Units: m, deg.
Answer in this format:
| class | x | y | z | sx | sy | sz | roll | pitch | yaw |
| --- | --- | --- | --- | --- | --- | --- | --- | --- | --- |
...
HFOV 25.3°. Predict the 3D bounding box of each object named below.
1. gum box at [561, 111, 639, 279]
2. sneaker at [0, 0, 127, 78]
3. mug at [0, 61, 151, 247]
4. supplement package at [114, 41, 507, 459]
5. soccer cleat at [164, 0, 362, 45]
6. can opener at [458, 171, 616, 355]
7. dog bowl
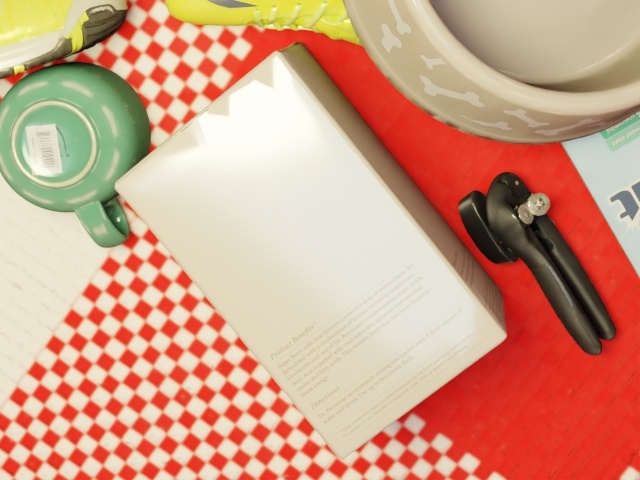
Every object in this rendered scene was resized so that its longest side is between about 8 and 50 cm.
| class | x | y | z | sx | sy | sz | roll | pitch | yaw |
| --- | --- | --- | --- | --- | --- | --- | --- | --- | --- |
| gum box | 0.314 | -0.060 | 1.239 | 0.157 | 0.041 | 0.184 | -31 | 95 | 9 |
| sneaker | -0.359 | -0.199 | 1.222 | 0.385 | 0.145 | 0.147 | -6 | 100 | 5 |
| mug | -0.210 | -0.081 | 1.251 | 0.158 | 0.097 | 0.129 | 37 | 101 | -2 |
| supplement package | 0.000 | 0.000 | 1.208 | 0.177 | 0.175 | 0.293 | -37 | 95 | 11 |
| soccer cleat | 0.011 | -0.211 | 1.213 | 0.289 | 0.093 | 0.121 | -12 | 101 | 7 |
| can opener | 0.202 | 0.019 | 1.263 | 0.186 | 0.073 | 0.059 | 49 | 61 | -8 |
| dog bowl | 0.186 | -0.250 | 1.128 | 0.349 | 0.102 | 0.348 | -1 | 93 | -13 |
